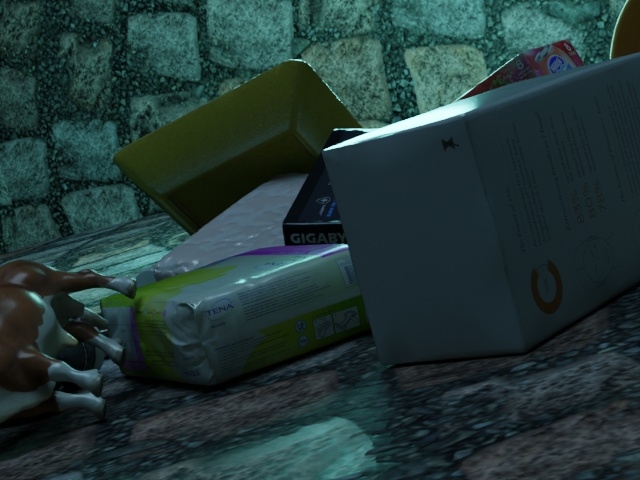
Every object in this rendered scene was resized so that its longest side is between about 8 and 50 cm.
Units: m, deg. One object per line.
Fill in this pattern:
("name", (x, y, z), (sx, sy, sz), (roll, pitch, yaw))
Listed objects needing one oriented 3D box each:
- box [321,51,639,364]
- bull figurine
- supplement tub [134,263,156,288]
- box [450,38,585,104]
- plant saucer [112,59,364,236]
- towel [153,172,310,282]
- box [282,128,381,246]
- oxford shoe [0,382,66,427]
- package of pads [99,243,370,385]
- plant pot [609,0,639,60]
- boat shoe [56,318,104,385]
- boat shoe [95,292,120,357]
("box", (0.191, -0.037, 1.461), (0.168, 0.215, 0.345), (-11, 8, 40))
("bull figurine", (-0.302, 0.120, 1.536), (0.189, 0.101, 0.310), (8, 35, 1))
("supplement tub", (-0.224, 0.063, 2.245), (0.071, 0.071, 0.107), (-12, 7, 26))
("box", (0.260, -0.151, 2.219), (0.300, 0.142, 0.154), (-36, -8, 38))
("plant saucer", (-0.081, -0.078, 2.246), (0.333, 0.333, 0.081), (-26, 47, 18))
("towel", (-0.002, -0.009, 1.981), (0.332, 0.053, 0.317), (0, 25, 33))
("box", (0.129, -0.057, 1.865), (0.293, 0.073, 0.295), (-1, 26, 16))
("oxford shoe", (-0.393, 0.164, 1.671), (0.227, 0.096, 0.083), (-16, 8, 10))
("package of pads", (-0.098, 0.078, 1.670), (0.229, 0.101, 0.296), (-18, 6, -27))
("plant pot", (0.630, -0.286, 2.407), (0.204, 0.290, 0.291), (-1, -2, -29))
("boat shoe", (-0.415, 0.144, 1.813), (0.320, 0.116, 0.099), (-7, 6, 26))
("boat shoe", (-0.252, 0.101, 1.997), (0.066, 0.066, 0.183), (-14, 7, 15))
